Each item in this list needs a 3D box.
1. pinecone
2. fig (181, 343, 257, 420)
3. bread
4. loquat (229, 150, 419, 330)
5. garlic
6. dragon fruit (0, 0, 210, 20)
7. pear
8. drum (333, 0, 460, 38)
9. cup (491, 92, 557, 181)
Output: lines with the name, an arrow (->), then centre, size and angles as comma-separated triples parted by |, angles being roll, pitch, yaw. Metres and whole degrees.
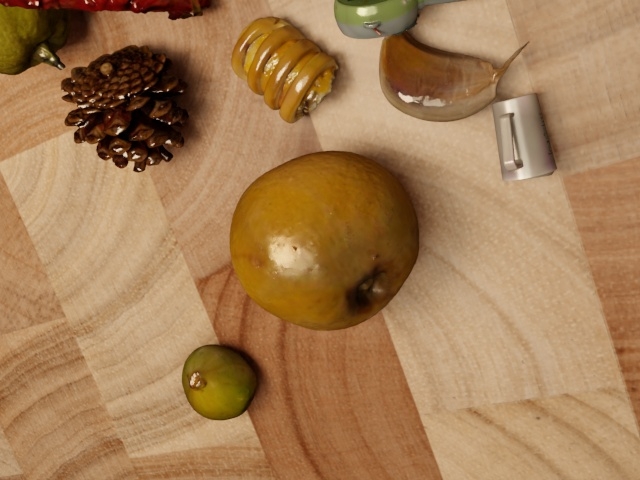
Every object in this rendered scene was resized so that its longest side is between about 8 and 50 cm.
pinecone -> -0.306, -0.205, 1.120 | 0.207, 0.208, 0.208 | 7, 110, 20
fig -> -0.186, 0.256, 1.261 | 0.136, 0.121, 0.153 | -24, 120, 22
bread -> -0.058, -0.259, 1.054 | 0.177, 0.084, 0.119 | 41, 117, 10
loquat -> 0.000, 0.000, 1.028 | 0.274, 0.275, 0.275 | 7, 110, 20
garlic -> 0.175, -0.228, 0.968 | 0.198, 0.090, 0.129 | 15, 100, 22
dragon fruit -> -0.335, -0.398, 1.023 | 0.302, 0.330, 0.240 | 39, 139, 4
pear -> -0.533, -0.413, 1.085 | 0.287, 0.287, 0.375 | -35, 101, 28
drum -> 0.142, -0.340, 0.960 | 0.253, 0.130, 0.049 | -17, 127, -2
cup -> 0.270, -0.136, 0.949 | 0.074, 0.104, 0.116 | -7, 102, 39
